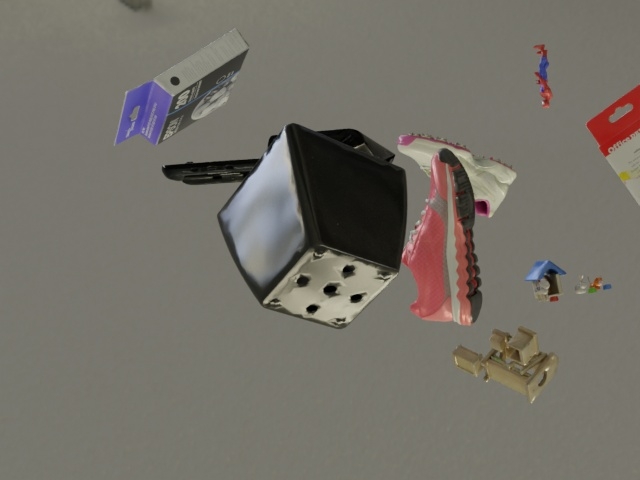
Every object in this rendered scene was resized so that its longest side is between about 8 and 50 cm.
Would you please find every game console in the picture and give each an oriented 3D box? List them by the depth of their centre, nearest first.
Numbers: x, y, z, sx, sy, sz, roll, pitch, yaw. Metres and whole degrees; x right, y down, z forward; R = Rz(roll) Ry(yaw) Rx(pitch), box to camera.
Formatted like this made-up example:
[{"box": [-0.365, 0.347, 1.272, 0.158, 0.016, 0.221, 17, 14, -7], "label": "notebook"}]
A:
[{"box": [-0.078, -0.119, 1.404, 0.361, 0.044, 0.213, -3, 173, 21], "label": "game console"}]

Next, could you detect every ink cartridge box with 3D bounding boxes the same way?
[{"box": [-0.220, -0.223, 1.444, 0.208, 0.206, 0.045, -35, -94, -23], "label": "ink cartridge box"}, {"box": [0.594, -0.151, 1.633, 0.231, 0.134, 0.078, 59, -150, 11], "label": "ink cartridge box"}]

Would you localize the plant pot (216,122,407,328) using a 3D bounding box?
[{"box": [0.000, 0.000, 1.151, 0.188, 0.187, 0.167, 19, -139, -30], "label": "plant pot"}]

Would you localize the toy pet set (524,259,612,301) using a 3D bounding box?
[{"box": [0.421, 0.064, 1.607, 0.122, 0.065, 0.114, -10, 180, -19], "label": "toy pet set"}]

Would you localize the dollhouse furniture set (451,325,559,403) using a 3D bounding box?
[{"box": [0.346, 0.192, 1.760, 0.182, 0.161, 0.101, 24, -125, 39], "label": "dollhouse furniture set"}]

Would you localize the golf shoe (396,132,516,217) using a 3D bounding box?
[{"box": [0.297, -0.146, 2.055, 0.306, 0.140, 0.115, 19, -178, -22], "label": "golf shoe"}]

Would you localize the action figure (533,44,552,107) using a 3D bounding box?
[{"box": [0.393, -0.287, 1.625, 0.030, 0.038, 0.115, -10, -110, 18], "label": "action figure"}]

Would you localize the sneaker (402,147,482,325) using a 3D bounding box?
[{"box": [0.199, -0.004, 1.617, 0.136, 0.314, 0.116, -4, -179, 21], "label": "sneaker"}]
